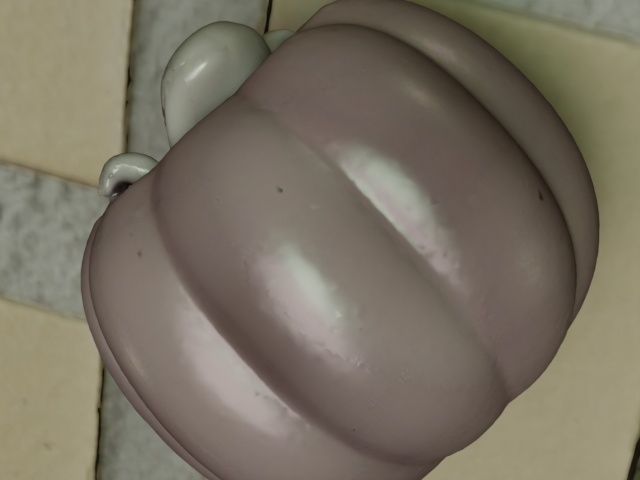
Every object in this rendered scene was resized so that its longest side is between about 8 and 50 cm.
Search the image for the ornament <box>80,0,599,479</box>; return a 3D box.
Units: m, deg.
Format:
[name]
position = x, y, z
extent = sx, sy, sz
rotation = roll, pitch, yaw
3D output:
[ornament]
position = 0.000, 0.000, 0.620
extent = 0.177, 0.177, 0.177
rotation = 9, 121, 16
